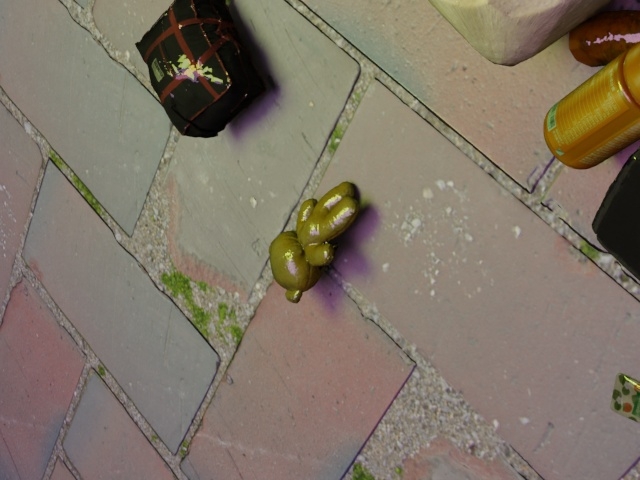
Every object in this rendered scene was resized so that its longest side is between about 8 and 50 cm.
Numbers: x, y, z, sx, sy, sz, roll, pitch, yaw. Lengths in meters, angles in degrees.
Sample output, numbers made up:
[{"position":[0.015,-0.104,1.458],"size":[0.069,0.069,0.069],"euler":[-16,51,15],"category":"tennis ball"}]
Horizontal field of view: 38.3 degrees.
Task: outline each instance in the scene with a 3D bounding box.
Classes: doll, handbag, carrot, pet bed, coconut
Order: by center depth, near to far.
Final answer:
[{"position":[0.448,-0.030,1.047],"size":[0.211,0.159,0.183],"euler":[46,152,26],"category":"pet bed"},{"position":[0.417,-0.241,1.067],"size":[0.260,0.070,0.070],"euler":[5,104,41],"category":"carrot"},{"position":[0.238,-0.341,1.091],"size":[0.237,0.237,0.266],"euler":[24,112,36],"category":"coconut"},{"position":[0.000,0.000,1.504],"size":[0.209,0.097,0.137],"euler":[-45,47,27],"category":"doll"},{"position":[-0.201,-0.299,1.556],"size":[0.169,0.155,0.215],"euler":[-36,74,34],"category":"handbag"}]

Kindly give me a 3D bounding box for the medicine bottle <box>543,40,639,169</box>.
[{"position":[0.353,-0.161,1.089],"size":[0.096,0.096,0.192],"euler":[65,153,9],"category":"medicine bottle"}]

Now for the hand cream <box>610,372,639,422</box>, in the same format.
[{"position":[0.449,0.227,1.188],"size":[0.165,0.037,0.057],"euler":[23,115,43],"category":"hand cream"}]
